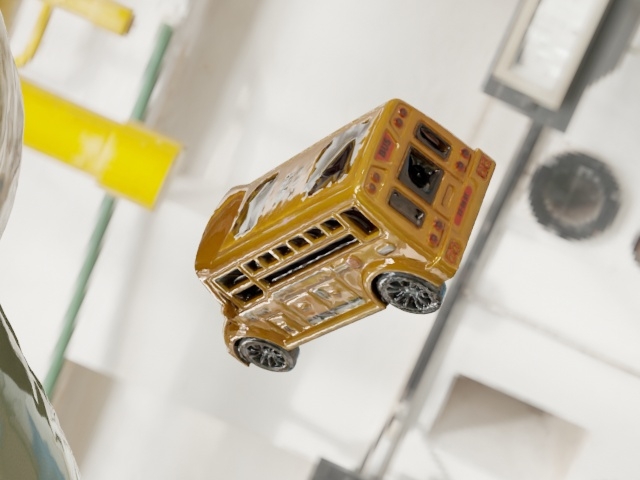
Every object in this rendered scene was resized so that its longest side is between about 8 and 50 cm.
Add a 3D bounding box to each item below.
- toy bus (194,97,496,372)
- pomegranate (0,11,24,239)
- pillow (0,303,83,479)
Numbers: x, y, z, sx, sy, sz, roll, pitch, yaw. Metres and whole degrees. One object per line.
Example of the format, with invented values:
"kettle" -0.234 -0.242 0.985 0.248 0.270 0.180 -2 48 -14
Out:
"toy bus" 0.000 0.000 0.752 0.194 0.088 0.083 -27 32 50
"pomegranate" -0.341 -0.084 0.741 0.410 0.410 0.410 24 -90 -89
"pillow" -0.194 0.149 0.465 0.322 0.120 0.255 -58 -35 -40
